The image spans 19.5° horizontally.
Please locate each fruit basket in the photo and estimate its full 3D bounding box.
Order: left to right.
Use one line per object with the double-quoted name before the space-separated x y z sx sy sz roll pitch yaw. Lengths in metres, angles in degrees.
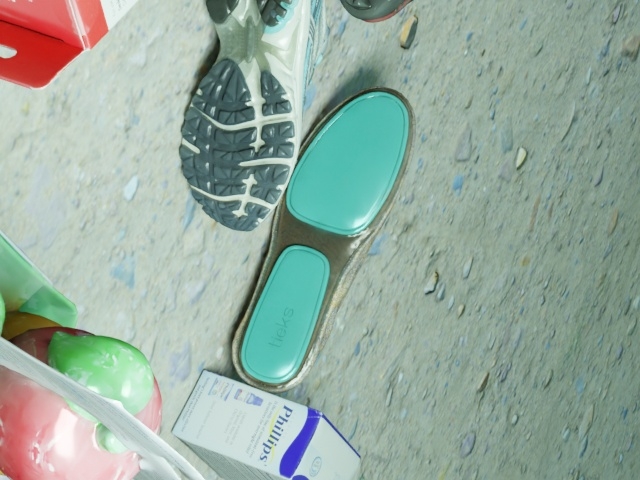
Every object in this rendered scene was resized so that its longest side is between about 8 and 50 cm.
"fruit basket" -0.190 0.080 1.205 0.165 0.353 0.327 -61 150 -16

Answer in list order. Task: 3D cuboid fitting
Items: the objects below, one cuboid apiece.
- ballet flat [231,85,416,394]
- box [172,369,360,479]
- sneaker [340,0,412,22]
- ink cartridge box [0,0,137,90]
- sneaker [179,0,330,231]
"ballet flat" 0.000 0.000 1.797 0.316 0.107 0.106 -62 172 -5
"box" -0.049 0.194 1.762 0.072 0.137 0.126 -63 151 -16
"sneaker" 0.111 -0.294 1.789 0.276 0.097 0.135 -57 147 -27
"ink cartridge box" -0.179 -0.214 1.276 0.231 0.134 0.078 -52 148 -33
"sneaker" -0.037 -0.145 1.609 0.122 0.110 0.283 -22 125 -60
